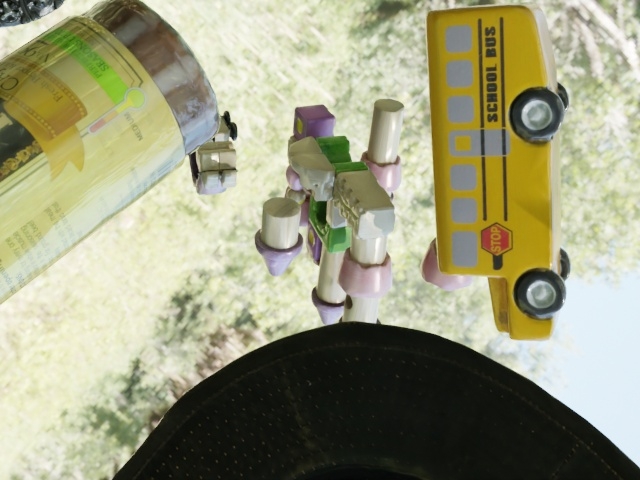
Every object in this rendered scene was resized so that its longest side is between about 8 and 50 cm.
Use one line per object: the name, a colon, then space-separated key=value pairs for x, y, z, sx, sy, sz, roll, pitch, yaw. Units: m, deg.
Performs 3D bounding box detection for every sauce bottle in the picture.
sauce bottle: x=-0.209 y=-0.003 z=0.463 sx=0.344 sy=0.111 sz=0.111 roll=-43 pitch=-175 yaw=-24

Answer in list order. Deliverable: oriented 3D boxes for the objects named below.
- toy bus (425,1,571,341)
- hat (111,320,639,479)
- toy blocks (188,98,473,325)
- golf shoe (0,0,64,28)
toy bus: x=0.185 y=-0.069 z=0.887 sx=0.130 sy=0.333 sz=0.108 roll=0 pitch=-164 yaw=19
hat: x=0.040 y=0.211 z=0.453 sx=0.331 sy=0.331 sz=0.134 roll=-49 pitch=157 yaw=-4
toy blocks: x=0.000 y=0.000 z=1.101 sx=0.288 sy=0.309 sz=0.260 roll=-120 pitch=-151 yaw=-48
golf shoe: x=-0.329 y=-0.225 z=0.791 sx=0.198 sy=0.077 sz=0.094 roll=-9 pitch=-166 yaw=-9
